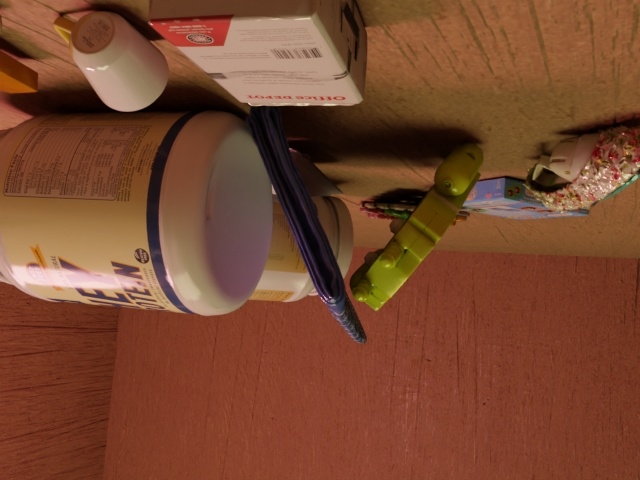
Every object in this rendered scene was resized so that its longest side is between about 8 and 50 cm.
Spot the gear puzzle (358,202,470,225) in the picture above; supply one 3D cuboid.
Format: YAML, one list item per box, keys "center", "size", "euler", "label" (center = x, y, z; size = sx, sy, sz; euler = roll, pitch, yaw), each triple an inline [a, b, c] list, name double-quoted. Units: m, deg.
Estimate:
- center: [0.202, -0.045, 1.156]
  size: [0.175, 0.044, 0.339]
  euler: [5, -177, -14]
  label: "gear puzzle"

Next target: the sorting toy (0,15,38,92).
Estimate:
- center: [-0.357, -0.171, 0.395]
  size: [0.229, 0.041, 0.307]
  euler: [-1, 175, 6]
  label: "sorting toy"

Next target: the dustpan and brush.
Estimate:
- center: [-0.084, -0.109, 0.868]
  size: [0.211, 0.060, 0.147]
  euler: [-4, 162, 23]
  label: "dustpan and brush"

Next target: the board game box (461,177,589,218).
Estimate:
- center: [0.338, -0.069, 1.012]
  size: [0.211, 0.039, 0.160]
  euler: [8, 175, -30]
  label: "board game box"

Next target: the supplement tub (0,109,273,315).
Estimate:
- center: [-0.244, -0.037, 0.698]
  size: [0.324, 0.236, 0.235]
  euler: [3, 175, 17]
  label: "supplement tub"

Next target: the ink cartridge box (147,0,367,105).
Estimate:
- center: [-0.030, -0.135, 0.367]
  size: [0.099, 0.056, 0.135]
  euler: [3, 175, 15]
  label: "ink cartridge box"

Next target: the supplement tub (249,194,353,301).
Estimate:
- center: [-0.122, -0.006, 1.036]
  size: [0.316, 0.228, 0.228]
  euler: [7, 175, -29]
  label: "supplement tub"

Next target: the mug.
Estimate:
- center: [-0.165, -0.140, 0.439]
  size: [0.078, 0.062, 0.064]
  euler: [-3, 167, 7]
  label: "mug"

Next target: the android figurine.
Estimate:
- center: [0.121, -0.012, 0.744]
  size: [0.056, 0.248, 0.273]
  euler: [39, -139, 6]
  label: "android figurine"

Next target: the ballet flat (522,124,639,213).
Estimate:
- center: [0.296, -0.080, 0.669]
  size: [0.077, 0.091, 0.241]
  euler: [26, 174, 6]
  label: "ballet flat"

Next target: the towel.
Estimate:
- center: [0.000, 0.000, 0.728]
  size: [0.040, 0.243, 0.336]
  euler: [-23, 161, 2]
  label: "towel"
